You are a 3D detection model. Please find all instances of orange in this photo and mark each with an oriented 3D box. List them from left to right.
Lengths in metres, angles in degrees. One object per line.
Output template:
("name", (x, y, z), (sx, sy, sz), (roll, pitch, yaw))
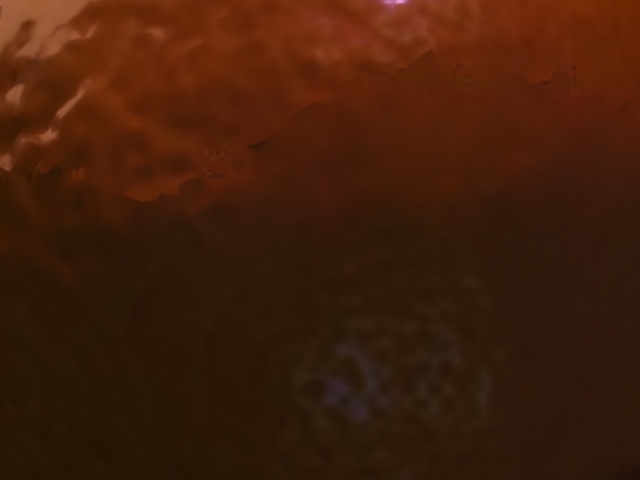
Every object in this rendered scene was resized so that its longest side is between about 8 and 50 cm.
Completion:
("orange", (0.000, 0.000, 0.456), (0.312, 0.312, 0.312), (-47, 0, 0))
